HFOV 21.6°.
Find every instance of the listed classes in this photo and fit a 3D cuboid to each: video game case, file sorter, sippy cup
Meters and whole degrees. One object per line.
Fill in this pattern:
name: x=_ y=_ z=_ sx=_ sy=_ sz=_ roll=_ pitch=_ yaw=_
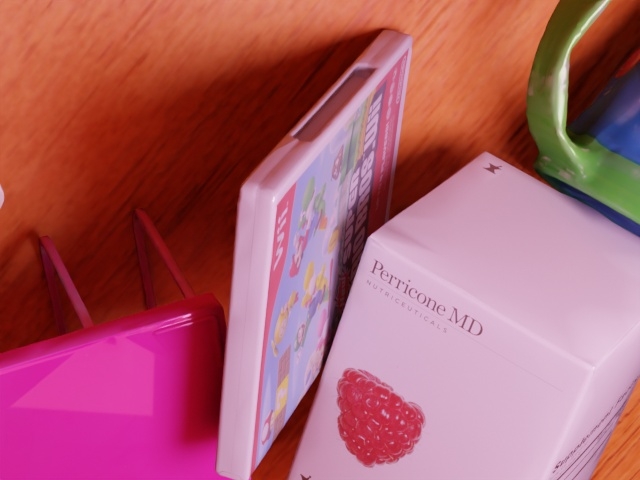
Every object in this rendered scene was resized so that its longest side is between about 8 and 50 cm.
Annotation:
video game case: x=0.000 y=0.000 z=1.107 sx=0.025 sy=0.285 sz=0.204 roll=14 pitch=119 yaw=14
file sorter: x=-0.216 y=0.124 z=1.118 sx=0.291 sy=0.182 sz=0.202 roll=-16 pitch=123 yaw=-15
sippy cup: x=0.309 y=-0.084 z=1.214 sx=0.224 sy=0.240 sz=0.305 roll=-58 pitch=149 yaw=2

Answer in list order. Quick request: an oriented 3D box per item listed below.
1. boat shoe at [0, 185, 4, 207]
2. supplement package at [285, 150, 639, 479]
boat shoe: x=-0.354 y=-0.025 z=1.028 sx=0.305 sy=0.091 sz=0.109 roll=-15 pitch=160 yaw=-13
supplement package: x=0.106 y=0.120 z=1.194 sx=0.175 sy=0.177 sz=0.293 roll=-35 pitch=149 yaw=-50
